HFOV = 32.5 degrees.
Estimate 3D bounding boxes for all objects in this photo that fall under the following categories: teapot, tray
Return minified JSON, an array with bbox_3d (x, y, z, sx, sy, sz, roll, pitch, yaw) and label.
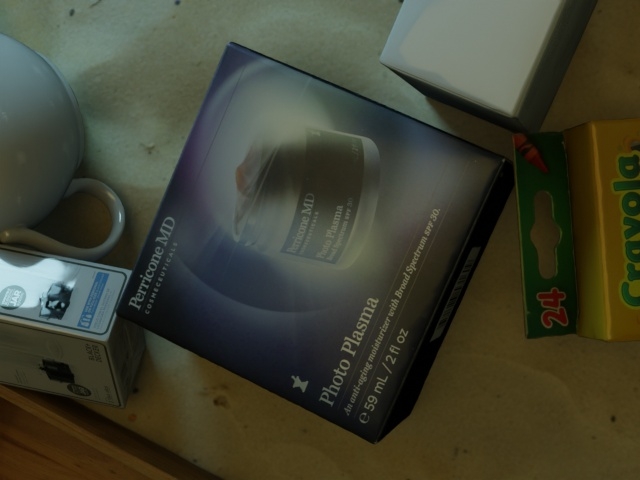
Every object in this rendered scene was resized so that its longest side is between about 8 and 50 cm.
[{"bbox_3d":[-0.342,-0.118,1.191,0.253,0.187,0.255,19,120,36],"label":"teapot"},{"bbox_3d":[-0.241,0.317,1.220,0.411,0.076,0.202,25,97,13],"label":"tray"}]

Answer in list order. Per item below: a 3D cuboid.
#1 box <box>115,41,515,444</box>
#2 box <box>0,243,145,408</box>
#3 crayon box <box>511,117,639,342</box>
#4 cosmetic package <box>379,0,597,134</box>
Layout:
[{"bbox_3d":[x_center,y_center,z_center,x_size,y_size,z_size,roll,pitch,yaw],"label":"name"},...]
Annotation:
[{"bbox_3d":[0.000,0.000,1.101,0.294,0.183,0.296,24,96,14],"label":"box"},{"bbox_3d":[-0.342,0.080,1.163,0.290,0.169,0.087,10,57,5],"label":"box"},{"bbox_3d":[0.344,-0.014,1.010,0.319,0.081,0.202,-5,90,-6],"label":"crayon box"},{"bbox_3d":[0.177,-0.230,1.030,0.138,0.225,0.224,24,96,13],"label":"cosmetic package"}]
